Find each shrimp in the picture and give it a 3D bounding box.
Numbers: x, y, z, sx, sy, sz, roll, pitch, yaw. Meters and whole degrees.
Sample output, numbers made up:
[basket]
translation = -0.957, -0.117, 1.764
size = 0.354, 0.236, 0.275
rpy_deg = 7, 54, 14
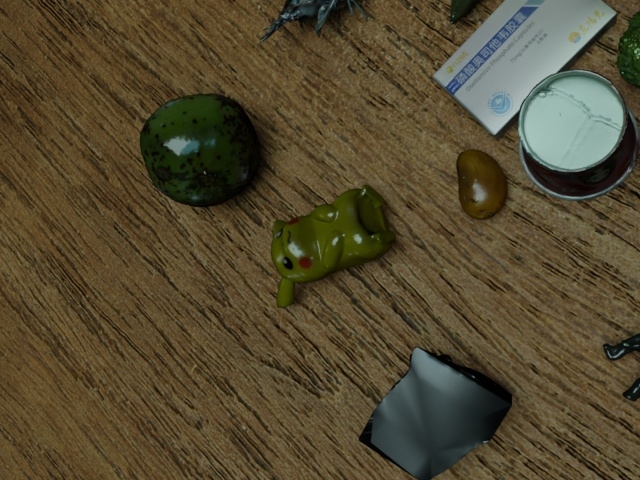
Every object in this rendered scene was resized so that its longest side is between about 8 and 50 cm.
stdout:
[shrimp]
translation = 0.023, -0.564, 1.690
size = 0.372, 0.137, 0.172
rpy_deg = -48, 54, 11

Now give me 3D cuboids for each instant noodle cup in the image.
[instant noodle cup]
translation = 0.497, -0.207, 1.427
size = 0.242, 0.231, 0.243
rpy_deg = -1, 87, 22

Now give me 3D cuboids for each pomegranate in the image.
[pomegranate]
translation = -0.297, -0.242, 1.762
size = 0.285, 0.285, 0.341
rpy_deg = -43, 42, 14

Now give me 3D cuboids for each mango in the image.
[mango]
translation = 0.342, -0.125, 1.563
size = 0.105, 0.084, 0.159
rpy_deg = -13, 81, 15

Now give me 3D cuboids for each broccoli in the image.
[broccoli]
translation = 0.720, -0.397, 1.349
size = 0.254, 0.302, 0.186
rpy_deg = -41, 107, -25

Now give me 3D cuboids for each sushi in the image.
[sushi]
translation = 0.242, 0.350, 1.502
size = 0.215, 0.212, 0.227
rpy_deg = 31, 100, 13

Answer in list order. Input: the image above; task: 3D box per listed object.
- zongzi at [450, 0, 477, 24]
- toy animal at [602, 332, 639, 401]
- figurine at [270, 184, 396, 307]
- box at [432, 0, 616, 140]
[zongzi]
translation = 0.444, -0.659, 1.527
size = 0.356, 0.174, 0.393
rpy_deg = 2, 96, 16
[toy animal]
translation = 0.657, 0.266, 1.402
size = 0.245, 0.114, 0.146
rpy_deg = 40, 109, -2
[figurine]
translation = 0.007, -0.003, 1.648
size = 0.326, 0.169, 0.218
rpy_deg = -20, 63, 17
[box]
translation = 0.429, -0.407, 1.558
size = 0.343, 0.065, 0.200
rpy_deg = -45, 71, 13
